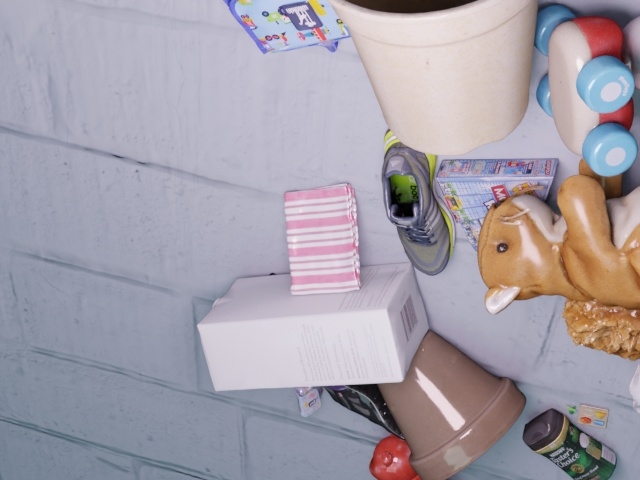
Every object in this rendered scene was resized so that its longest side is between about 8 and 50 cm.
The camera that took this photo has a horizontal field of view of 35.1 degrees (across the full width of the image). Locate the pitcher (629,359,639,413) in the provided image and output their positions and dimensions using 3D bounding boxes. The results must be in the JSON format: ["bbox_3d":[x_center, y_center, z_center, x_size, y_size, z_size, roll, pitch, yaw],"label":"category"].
[{"bbox_3d":[0.684,0.306,1.881,0.207,0.125,0.178,15,155,23],"label":"pitcher"}]

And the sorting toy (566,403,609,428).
[{"bbox_3d":[0.535,0.354,2.042,0.083,0.012,0.062,9,132,14],"label":"sorting toy"}]

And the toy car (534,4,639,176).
[{"bbox_3d":[0.456,-0.243,1.465,0.237,0.219,0.210,-17,126,-1],"label":"toy car"}]

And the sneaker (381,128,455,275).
[{"bbox_3d":[0.158,-0.049,1.768,0.111,0.121,0.300,-3,128,25],"label":"sneaker"}]

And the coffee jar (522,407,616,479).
[{"bbox_3d":[0.506,0.423,2.068,0.184,0.079,0.096,36,133,-10],"label":"coffee jar"}]

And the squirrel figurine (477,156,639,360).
[{"bbox_3d":[0.445,0.055,1.582,0.370,0.281,0.397,-14,118,26],"label":"squirrel figurine"}]

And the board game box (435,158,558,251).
[{"bbox_3d":[0.325,-0.065,1.730,0.194,0.060,0.194,-11,124,30],"label":"board game box"}]

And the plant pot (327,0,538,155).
[{"bbox_3d":[0.174,-0.300,1.439,0.333,0.334,0.305,4,141,19],"label":"plant pot"}]

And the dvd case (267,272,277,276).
[{"bbox_3d":[-0.096,0.185,2.144,0.180,0.022,0.253,36,133,-11],"label":"dvd case"}]

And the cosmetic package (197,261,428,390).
[{"bbox_3d":[-0.014,0.164,1.927,0.384,0.217,0.156,-7,110,23],"label":"cosmetic package"}]

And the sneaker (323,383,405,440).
[{"bbox_3d":[0.095,0.323,2.153,0.283,0.107,0.124,43,148,-13],"label":"sneaker"}]

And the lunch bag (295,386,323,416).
[{"bbox_3d":[-0.025,0.333,2.201,0.053,0.083,0.071,6,130,18],"label":"lunch bag"}]

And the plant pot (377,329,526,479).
[{"bbox_3d":[0.231,0.308,1.991,0.229,0.263,0.263,49,132,2],"label":"plant pot"}]

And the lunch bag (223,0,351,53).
[{"bbox_3d":[-0.043,-0.409,1.556,0.220,0.138,0.293,-9,137,27],"label":"lunch bag"}]

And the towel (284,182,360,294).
[{"bbox_3d":[0.000,0.000,1.859,0.144,0.029,0.197,-7,83,28],"label":"towel"}]

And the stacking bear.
[{"bbox_3d":[0.205,0.560,2.264,0.164,0.175,0.289,-14,115,34],"label":"stacking bear"}]
